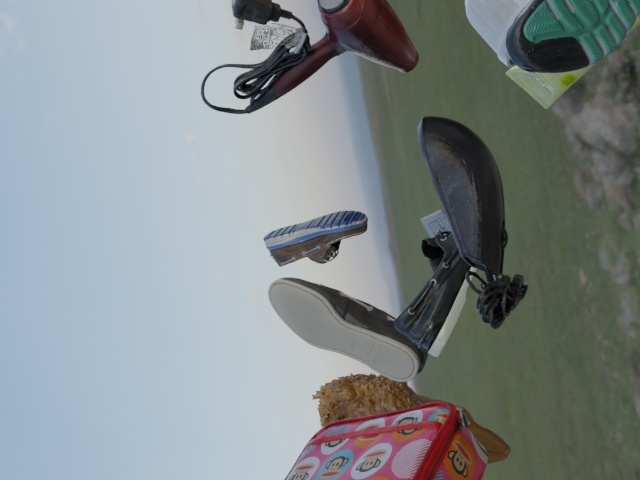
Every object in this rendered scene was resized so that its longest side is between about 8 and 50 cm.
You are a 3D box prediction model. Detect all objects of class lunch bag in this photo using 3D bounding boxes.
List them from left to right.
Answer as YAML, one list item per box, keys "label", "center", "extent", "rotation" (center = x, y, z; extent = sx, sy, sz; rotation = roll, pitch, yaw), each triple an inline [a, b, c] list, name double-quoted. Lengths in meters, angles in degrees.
- label: "lunch bag"
  center: [0.077, 0.322, 1.245]
  extent: [0.120, 0.293, 0.258]
  rotation: [53, -133, -14]

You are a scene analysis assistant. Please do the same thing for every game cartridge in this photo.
- label: "game cartridge"
  center: [0.239, -0.019, 1.818]
  extent: [0.083, 0.056, 0.017]
  rotation: [58, -151, -14]

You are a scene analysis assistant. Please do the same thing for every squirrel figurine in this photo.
- label: "squirrel figurine"
  center: [0.185, 0.423, 2.246]
  extent: [0.397, 0.281, 0.370]
  rotation: [39, -174, -24]

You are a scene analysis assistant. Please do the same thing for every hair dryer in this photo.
- label: "hair dryer"
  center: [-0.002, -0.257, 1.219]
  extent: [0.223, 0.294, 0.080]
  rotation: [121, 143, -58]

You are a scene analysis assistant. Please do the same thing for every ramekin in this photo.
- label: "ramekin"
  center: [0.300, -0.358, 1.318]
  extent: [0.109, 0.207, 0.207]
  rotation: [46, 175, 14]

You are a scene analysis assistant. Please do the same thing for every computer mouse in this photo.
- label: "computer mouse"
  center: [0.201, -0.037, 1.152]
  extent: [0.272, 0.072, 0.188]
  rotation: [69, -160, 3]

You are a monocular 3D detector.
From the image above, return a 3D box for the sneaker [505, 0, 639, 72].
- label: "sneaker"
  center: [0.247, -0.215, 0.887]
  extent: [0.083, 0.224, 0.098]
  rotation: [59, 158, -8]

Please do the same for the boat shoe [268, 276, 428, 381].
- label: "boat shoe"
  center: [0.055, 0.164, 1.817]
  extent: [0.095, 0.335, 0.112]
  rotation: [-38, -28, -59]

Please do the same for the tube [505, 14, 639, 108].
- label: "tube"
  center: [0.368, -0.278, 1.249]
  extent: [0.070, 0.240, 0.062]
  rotation: [53, -155, 7]

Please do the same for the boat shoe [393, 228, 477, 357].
- label: "boat shoe"
  center: [0.225, 0.039, 1.663]
  extent: [0.127, 0.113, 0.340]
  rotation: [99, -164, -69]

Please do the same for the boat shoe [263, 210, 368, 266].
- label: "boat shoe"
  center: [0.000, 0.000, 1.509]
  extent: [0.066, 0.183, 0.066]
  rotation: [-49, -58, -56]
